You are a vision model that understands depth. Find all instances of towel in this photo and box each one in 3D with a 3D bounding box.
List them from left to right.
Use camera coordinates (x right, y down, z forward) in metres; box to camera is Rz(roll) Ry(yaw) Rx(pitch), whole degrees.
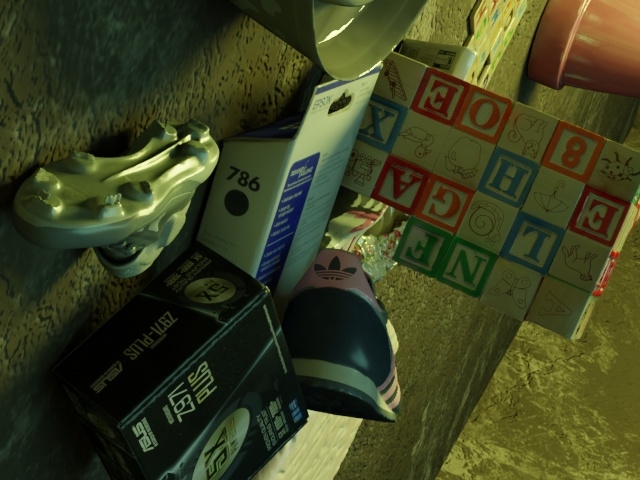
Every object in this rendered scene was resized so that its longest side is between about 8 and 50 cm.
[{"bbox_3d":[-0.011,0.225,1.673,0.332,0.053,0.317,-63,165,-9],"label":"towel"}]

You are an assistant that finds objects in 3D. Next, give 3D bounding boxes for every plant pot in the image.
[{"bbox_3d":[0.437,-0.307,2.150,0.201,0.180,0.201,-58,164,-28],"label":"plant pot"}]

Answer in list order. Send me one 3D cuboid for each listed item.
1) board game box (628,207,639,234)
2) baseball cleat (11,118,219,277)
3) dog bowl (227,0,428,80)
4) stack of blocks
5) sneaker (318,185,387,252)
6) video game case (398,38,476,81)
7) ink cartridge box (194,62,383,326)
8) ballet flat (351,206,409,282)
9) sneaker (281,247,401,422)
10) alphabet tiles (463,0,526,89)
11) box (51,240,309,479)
[{"bbox_3d":[0.201,-0.060,1.524,0.145,0.281,0.027,-42,148,-58],"label":"board game box"},{"bbox_3d":[-0.129,-0.011,0.890,0.206,0.072,0.109,-32,149,-58],"label":"baseball cleat"},{"bbox_3d":[0.034,-0.290,0.964,0.349,0.102,0.349,-58,163,-29],"label":"dog bowl"},{"bbox_3d":[0.127,-0.049,1.260,0.171,0.297,0.087,-66,164,4],"label":"stack of blocks"},{"bbox_3d":[0.000,0.000,1.377,0.178,0.072,0.077,-46,168,-34],"label":"sneaker"},{"bbox_3d":[0.090,-0.127,1.392,0.143,0.019,0.157,-67,-159,3],"label":"video game case"},{"bbox_3d":[-0.049,0.002,1.191,0.165,0.065,0.333,-29,142,-66],"label":"ink cartridge box"},{"bbox_3d":[0.066,-0.015,1.531,0.241,0.091,0.077,-45,132,-62],"label":"ballet flat"},{"bbox_3d":[0.026,0.093,1.276,0.319,0.112,0.131,80,18,-79],"label":"sneaker"},{"bbox_3d":[0.221,-0.275,1.794,0.198,0.009,0.237,-62,165,-14],"label":"alphabet tiles"},{"bbox_3d":[-0.097,0.116,1.048,0.147,0.077,0.180,-42,145,-23],"label":"box"}]
